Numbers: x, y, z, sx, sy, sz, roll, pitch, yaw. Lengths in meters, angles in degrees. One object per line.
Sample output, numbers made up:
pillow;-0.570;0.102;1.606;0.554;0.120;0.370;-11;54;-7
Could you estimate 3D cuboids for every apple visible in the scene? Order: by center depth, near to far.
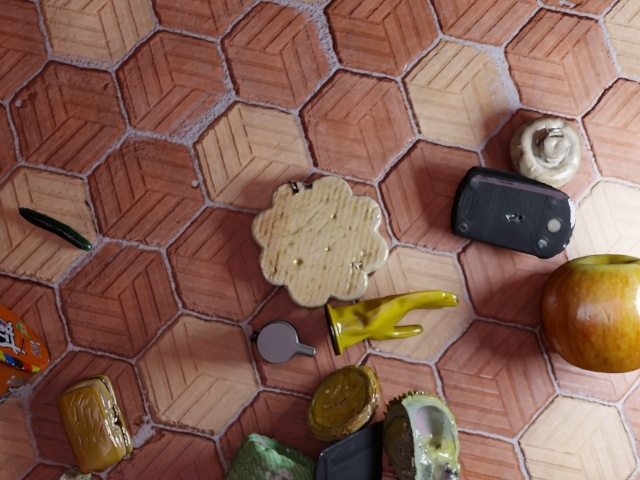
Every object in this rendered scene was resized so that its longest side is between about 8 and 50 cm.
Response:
apple;0.611;0.153;1.693;0.286;0.286;0.233;-5;99;-3

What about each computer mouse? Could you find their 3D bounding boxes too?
computer mouse;0.432;-0.065;1.781;0.269;0.100;0.170;16;106;9

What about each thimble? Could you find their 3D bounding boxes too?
thimble;-0.090;0.511;1.651;0.219;0.219;0.150;26;83;1

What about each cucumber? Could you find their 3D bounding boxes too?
cucumber;-0.594;-0.028;1.784;0.184;0.033;0.036;28;58;1

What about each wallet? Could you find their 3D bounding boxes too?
wallet;0.048;0.551;1.625;0.041;0.247;0.322;9;100;39

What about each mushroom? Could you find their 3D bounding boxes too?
mushroom;0.510;-0.201;1.797;0.166;0.127;0.166;-1;81;4

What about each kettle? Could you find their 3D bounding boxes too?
kettle;-0.083;0.228;1.715;0.098;0.148;0.127;-43;87;-7

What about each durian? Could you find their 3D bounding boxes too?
durian;0.218;0.458;1.692;0.172;0.166;0.306;1;93;0

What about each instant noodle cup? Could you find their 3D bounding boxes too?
instant noodle cup;-0.727;0.254;1.650;0.250;0.250;0.192;42;91;3

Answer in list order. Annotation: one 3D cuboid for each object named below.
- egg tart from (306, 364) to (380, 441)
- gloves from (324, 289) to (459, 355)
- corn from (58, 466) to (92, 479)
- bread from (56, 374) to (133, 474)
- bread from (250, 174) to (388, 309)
egg tart;0.059;0.357;1.716;0.191;0.191;0.074;-47;122;-6
gloves;0.162;0.162;1.738;0.294;0.133;0.116;-13;84;-4
corn;-0.569;0.583;1.689;0.087;0.087;0.211;33;85;2
bread;-0.493;0.397;1.722;0.116;0.077;0.200;-22;84;4
bread;0.000;0.000;1.791;0.316;0.054;0.316;0;83;-2
